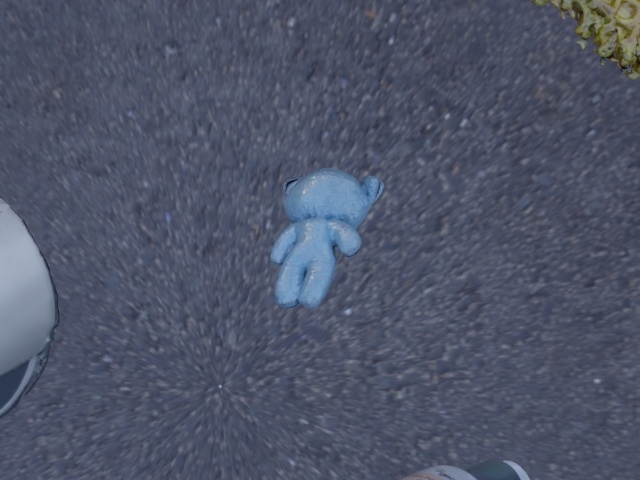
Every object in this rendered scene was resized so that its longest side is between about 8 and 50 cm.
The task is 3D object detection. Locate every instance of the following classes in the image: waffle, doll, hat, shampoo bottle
[{"bbox_3d":[0.295,-0.253,1.284,0.197,0.070,0.193,-32,87,-37],"label":"waffle"},{"bbox_3d":[0.001,0.002,1.408,0.120,0.075,0.179,3,64,19],"label":"doll"},{"bbox_3d":[-0.361,0.074,1.095,0.275,0.161,0.232,-27,96,-3],"label":"hat"},{"bbox_3d":[0.094,0.195,0.913,0.074,0.192,0.074,5,99,38],"label":"shampoo bottle"}]
